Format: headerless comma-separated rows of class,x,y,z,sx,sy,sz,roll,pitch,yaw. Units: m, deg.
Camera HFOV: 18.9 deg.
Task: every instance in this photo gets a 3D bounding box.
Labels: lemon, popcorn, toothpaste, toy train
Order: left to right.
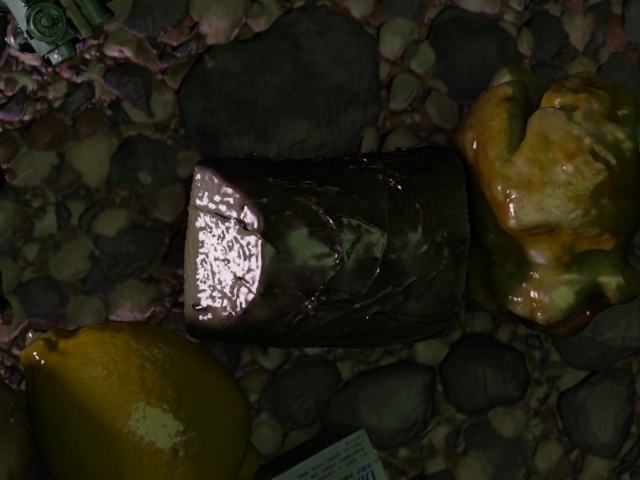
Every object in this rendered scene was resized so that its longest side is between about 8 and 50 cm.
toy train,-0.262,-0.257,1.801,0.118,0.074,0.176,-36,97,-23
lemon,-0.170,0.166,1.750,0.248,0.184,0.184,31,76,-10
toothpaste,-0.097,0.278,1.825,0.336,0.081,0.067,-27,98,-21
popcorn,0.233,-0.041,1.887,0.276,0.225,0.276,-27,126,-43

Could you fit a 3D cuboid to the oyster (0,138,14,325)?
oyster,-0.346,-0.035,1.706,0.223,0.083,0.214,7,86,-54

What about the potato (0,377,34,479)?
potato,-0.320,0.185,1.707,0.182,0.202,0.117,36,41,13

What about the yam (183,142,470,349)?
yam,0.001,0.003,1.830,0.271,0.201,0.203,0,86,-15
